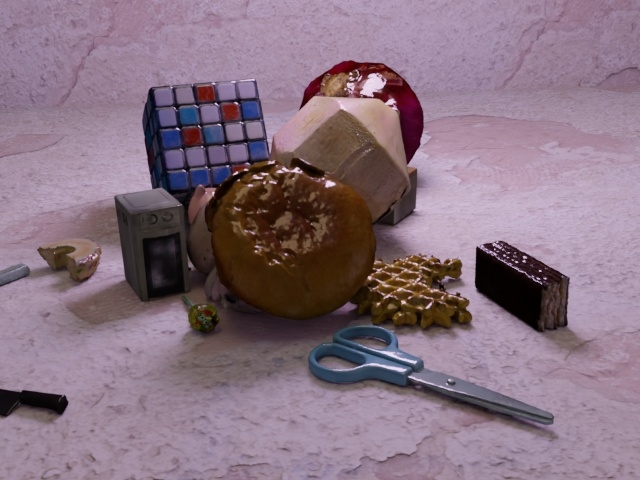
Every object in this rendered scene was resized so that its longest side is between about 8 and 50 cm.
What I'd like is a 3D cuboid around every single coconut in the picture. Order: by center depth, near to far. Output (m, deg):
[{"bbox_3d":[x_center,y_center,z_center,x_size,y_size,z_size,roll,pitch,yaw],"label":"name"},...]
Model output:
[{"bbox_3d":[0.056,-0.194,2.020,0.352,0.353,0.352,-1,21,0],"label":"coconut"}]

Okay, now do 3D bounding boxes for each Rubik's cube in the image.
[{"bbox_3d":[-0.308,-0.245,2.216,0.293,0.287,0.292,-9,-6,-16],"label":"Rubik's cube"}]

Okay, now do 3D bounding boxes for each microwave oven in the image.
[{"bbox_3d":[-0.360,0.005,1.812,0.129,0.205,0.163,-11,24,-23],"label":"microwave oven"}]

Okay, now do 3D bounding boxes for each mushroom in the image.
[{"bbox_3d":[-0.189,0.003,1.875,0.215,0.207,0.207,34,23,-4],"label":"mushroom"}]

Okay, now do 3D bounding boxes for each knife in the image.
[{"bbox_3d":[-0.534,0.270,1.396,0.230,0.028,0.060,4,34,19],"label":"knife"}]

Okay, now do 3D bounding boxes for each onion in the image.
[{"bbox_3d":[0.136,-0.312,2.534,0.398,0.420,0.398,-9,63,17],"label":"onion"}]

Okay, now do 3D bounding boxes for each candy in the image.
[{"bbox_3d":[-0.255,0.139,1.690,0.058,0.062,0.194,-53,24,-5],"label":"candy"}]

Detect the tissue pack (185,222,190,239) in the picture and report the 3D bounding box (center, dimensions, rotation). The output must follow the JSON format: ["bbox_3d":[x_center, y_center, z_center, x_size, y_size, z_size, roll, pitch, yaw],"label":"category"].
[{"bbox_3d":[-0.384,-0.023,2.127,0.193,0.026,0.122,17,28,39],"label":"tissue pack"}]

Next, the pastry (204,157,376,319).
[{"bbox_3d":[-0.056,-0.007,1.647,0.356,0.164,0.356,10,55,-15],"label":"pastry"}]

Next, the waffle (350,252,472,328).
[{"bbox_3d":[0.182,0.094,1.739,0.259,0.069,0.293,0,20,1],"label":"waffle"}]

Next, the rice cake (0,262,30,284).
[{"bbox_3d":[-0.731,0.089,1.859,0.033,0.029,0.171,10,24,36],"label":"rice cake"}]

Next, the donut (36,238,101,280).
[{"bbox_3d":[-0.567,0.041,1.921,0.166,0.065,0.108,15,27,38],"label":"donut"}]

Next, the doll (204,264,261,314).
[{"bbox_3d":[-0.160,0.090,1.733,0.149,0.095,0.192,-7,20,-29],"label":"doll"}]

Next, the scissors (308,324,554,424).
[{"bbox_3d":[0.188,0.236,1.422,0.447,0.029,0.192,15,27,36],"label":"scissors"}]

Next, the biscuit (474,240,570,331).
[{"bbox_3d":[0.407,0.089,1.683,0.070,0.106,0.252,-11,23,-21],"label":"biscuit"}]

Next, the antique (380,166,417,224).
[{"bbox_3d":[0.164,-0.138,2.228,0.152,0.148,0.146,13,27,27],"label":"antique"}]

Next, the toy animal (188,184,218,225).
[{"bbox_3d":[-0.202,-0.062,2.052,0.250,0.154,0.166,1,61,-19],"label":"toy animal"}]
